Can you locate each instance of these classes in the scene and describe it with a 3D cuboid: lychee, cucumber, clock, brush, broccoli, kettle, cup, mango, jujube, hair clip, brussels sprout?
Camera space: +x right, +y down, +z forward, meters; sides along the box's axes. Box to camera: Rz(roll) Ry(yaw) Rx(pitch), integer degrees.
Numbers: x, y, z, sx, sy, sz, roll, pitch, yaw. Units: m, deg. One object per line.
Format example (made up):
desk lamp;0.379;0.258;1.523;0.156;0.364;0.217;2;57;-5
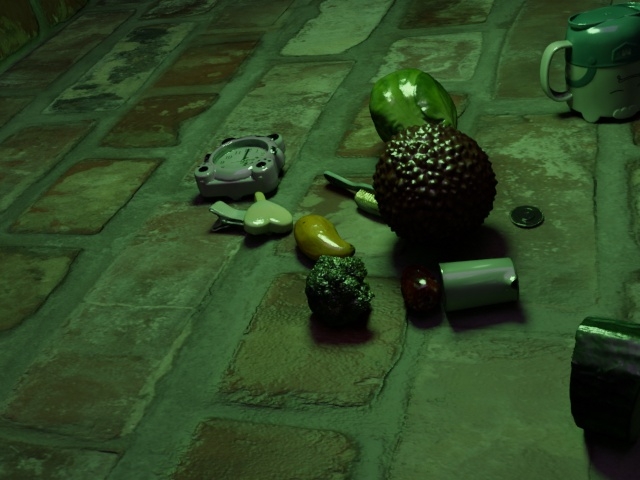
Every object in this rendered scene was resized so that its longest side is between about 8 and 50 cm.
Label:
lychee;0.240;-0.115;1.718;0.275;0.276;0.304;-2;18;15
cucumber;0.481;0.217;1.272;0.130;0.191;0.191;7;39;40
clock;0.466;-0.055;1.797;0.074;0.010;0.083;-11;35;3
brush;0.096;-0.109;1.961;0.297;0.068;0.060;25;71;47
broccoli;0.040;0.103;1.619;0.138;0.146;0.162;1;5;-38
kettle;0.315;0.089;1.589;0.148;0.127;0.098;-8;67;3
cup;0.720;-0.461;2.080;0.289;0.258;0.219;-13;30;0
clock;-0.208;-0.208;2.165;0.227;0.090;0.248;-3;35;14
mango;0.000;0.000;1.818;0.098;0.075;0.190;-35;46;-15
jujube;0.199;0.095;1.619;0.077;0.077;0.129;-14;29;-2
hair clip;-0.165;-0.062;1.970;0.218;0.071;0.159;8;37;21
brussels sprout;0.250;-0.314;2.064;0.210;0.219;0.271;-29;54;6
